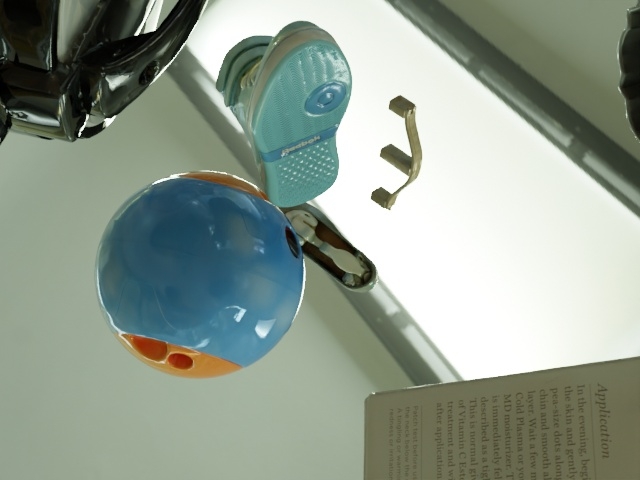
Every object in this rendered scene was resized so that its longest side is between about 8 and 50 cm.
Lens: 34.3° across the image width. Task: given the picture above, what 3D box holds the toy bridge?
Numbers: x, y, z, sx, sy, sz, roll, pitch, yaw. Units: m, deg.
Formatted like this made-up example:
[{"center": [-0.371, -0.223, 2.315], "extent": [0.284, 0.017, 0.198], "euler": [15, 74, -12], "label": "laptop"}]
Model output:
[{"center": [0.114, -0.114, 1.477], "extent": [0.063, 0.188, 0.026], "euler": [37, -131, 27], "label": "toy bridge"}]

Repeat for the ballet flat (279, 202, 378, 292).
[{"center": [0.000, 0.000, 1.554], "extent": [0.213, 0.068, 0.072], "euler": [37, -90, 4], "label": "ballet flat"}]

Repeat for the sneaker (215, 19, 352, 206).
[{"center": [-0.059, -0.196, 1.235], "extent": [0.127, 0.319, 0.208], "euler": [-19, -115, -14], "label": "sneaker"}]

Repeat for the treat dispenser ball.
[{"center": [-0.165, 0.047, 1.432], "extent": [0.288, 0.288, 0.288], "euler": [-16, -122, 27], "label": "treat dispenser ball"}]

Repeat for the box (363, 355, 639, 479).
[{"center": [0.226, 0.179, 0.658], "extent": [0.345, 0.215, 0.168], "euler": [-13, -117, 33], "label": "box"}]

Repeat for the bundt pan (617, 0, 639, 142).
[{"center": [0.574, -0.227, 1.470], "extent": [0.124, 0.331, 0.331], "euler": [-17, -132, -17], "label": "bundt pan"}]

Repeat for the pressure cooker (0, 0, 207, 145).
[{"center": [-0.307, -0.285, 0.978], "extent": [0.420, 0.375, 0.370], "euler": [13, -76, 3], "label": "pressure cooker"}]
